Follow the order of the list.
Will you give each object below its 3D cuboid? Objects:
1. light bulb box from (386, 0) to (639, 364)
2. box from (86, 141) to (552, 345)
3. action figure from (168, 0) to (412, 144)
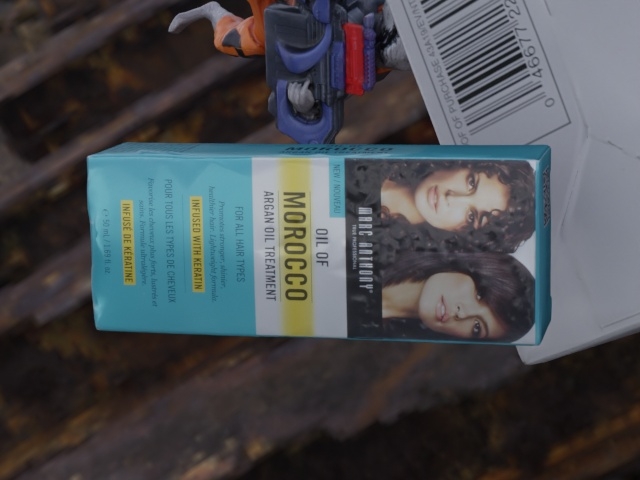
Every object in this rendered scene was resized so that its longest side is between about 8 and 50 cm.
[{"bbox_3d":[0.253,-0.150,1.032,0.361,0.358,0.225,-13,-9,-43],"label":"light bulb box"},{"bbox_3d":[0.000,0.000,0.886,0.244,0.100,0.060,1,10,13],"label":"box"},{"bbox_3d":[-0.015,-0.278,1.703,0.330,0.341,0.178,28,44,23],"label":"action figure"}]
